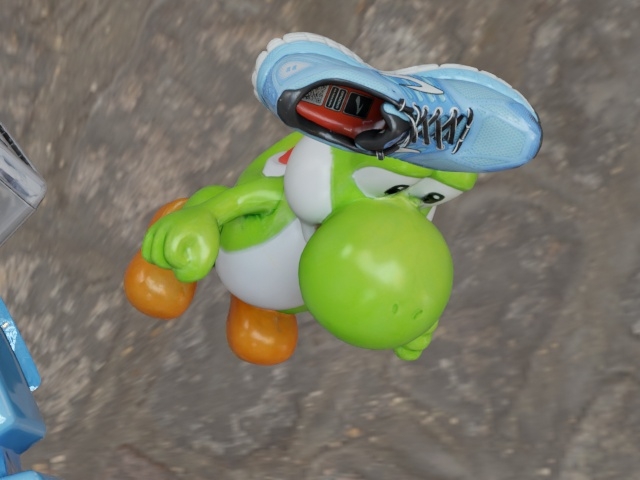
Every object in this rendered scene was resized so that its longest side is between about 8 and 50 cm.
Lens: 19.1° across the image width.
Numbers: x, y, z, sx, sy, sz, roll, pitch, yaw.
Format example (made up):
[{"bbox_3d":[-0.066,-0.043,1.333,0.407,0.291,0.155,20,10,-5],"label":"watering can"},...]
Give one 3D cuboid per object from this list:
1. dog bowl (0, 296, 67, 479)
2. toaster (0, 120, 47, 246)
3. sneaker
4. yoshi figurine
[{"bbox_3d":[-0.201,0.144,1.176,0.074,0.166,0.297,-25,79,-1],"label":"dog bowl"},{"bbox_3d":[-0.328,-0.050,1.583,0.146,0.227,0.129,-43,135,2],"label":"toaster"},{"bbox_3d":[0.043,-0.061,1.027,0.162,0.073,0.063,10,114,-11],"label":"sneaker"},{"bbox_3d":[-0.012,0.021,1.447,0.203,0.362,0.203,-28,90,-35],"label":"yoshi figurine"}]
